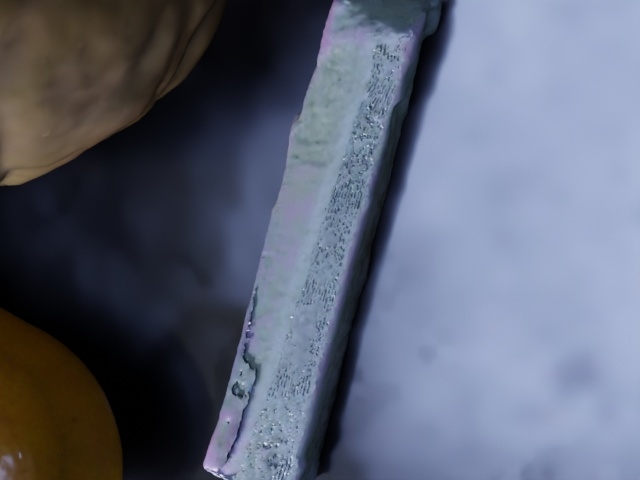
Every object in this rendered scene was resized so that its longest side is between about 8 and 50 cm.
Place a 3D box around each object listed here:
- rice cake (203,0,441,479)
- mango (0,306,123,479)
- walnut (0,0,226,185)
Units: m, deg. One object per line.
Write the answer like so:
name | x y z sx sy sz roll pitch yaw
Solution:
rice cake | 0.000 0.000 0.640 0.043 0.034 0.211 17 102 12
mango | -0.161 0.074 0.675 0.178 0.090 0.115 34 96 14
walnut | -0.163 -0.139 0.558 0.296 0.285 0.285 11 103 53
